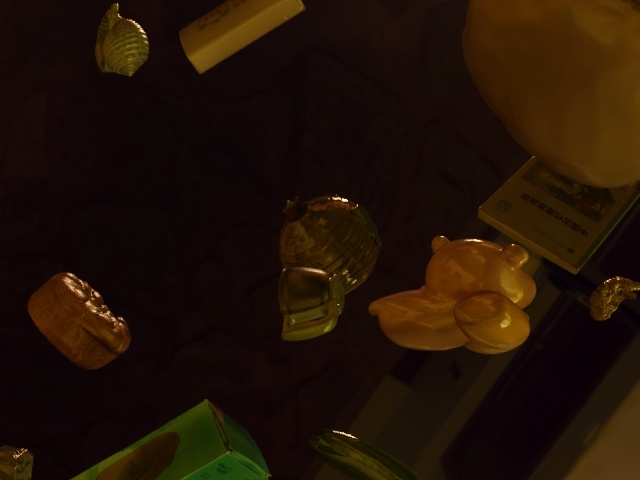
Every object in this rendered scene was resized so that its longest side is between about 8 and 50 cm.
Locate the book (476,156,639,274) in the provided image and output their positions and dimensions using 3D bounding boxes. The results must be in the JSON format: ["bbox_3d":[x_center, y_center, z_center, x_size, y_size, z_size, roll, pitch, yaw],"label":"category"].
[{"bbox_3d":[0.454,-0.070,1.439,0.214,0.025,0.282,33,-129,21],"label":"book"}]

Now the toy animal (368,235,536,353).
[{"bbox_3d":[0.307,0.115,1.641,0.345,0.247,0.277,-11,157,40],"label":"toy animal"}]

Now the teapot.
[{"bbox_3d":[-0.009,0.095,1.102,0.092,0.090,0.124,56,-151,-57],"label":"teapot"}]

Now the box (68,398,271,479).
[{"bbox_3d":[-0.274,0.435,1.378,0.118,0.311,0.205,60,-179,33],"label":"box"}]

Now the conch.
[{"bbox_3d":[-0.428,-0.417,1.643,0.102,0.135,0.153,26,-133,-41],"label":"conch"}]

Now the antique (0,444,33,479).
[{"bbox_3d":[-0.735,0.576,1.776,0.086,0.183,0.088,9,-175,5],"label":"antique"}]

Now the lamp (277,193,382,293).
[{"bbox_3d":[0.000,0.000,1.790,0.284,0.250,0.250,45,-178,-31],"label":"lamp"}]

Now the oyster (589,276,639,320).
[{"bbox_3d":[0.506,0.101,1.318,0.080,0.083,0.038,13,171,36],"label":"oyster"}]

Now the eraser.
[{"bbox_3d":[-0.173,-0.482,1.668,0.095,0.270,0.174,56,-171,-36],"label":"eraser"}]

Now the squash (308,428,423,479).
[{"bbox_3d":[0.105,0.455,1.519,0.292,0.082,0.082,24,-176,27],"label":"squash"}]

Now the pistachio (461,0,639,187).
[{"bbox_3d":[0.345,-0.226,0.950,0.365,0.281,0.445,33,179,34],"label":"pistachio"}]

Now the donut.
[{"bbox_3d":[-0.485,0.164,1.547,0.226,0.114,0.226,47,174,6],"label":"donut"}]
